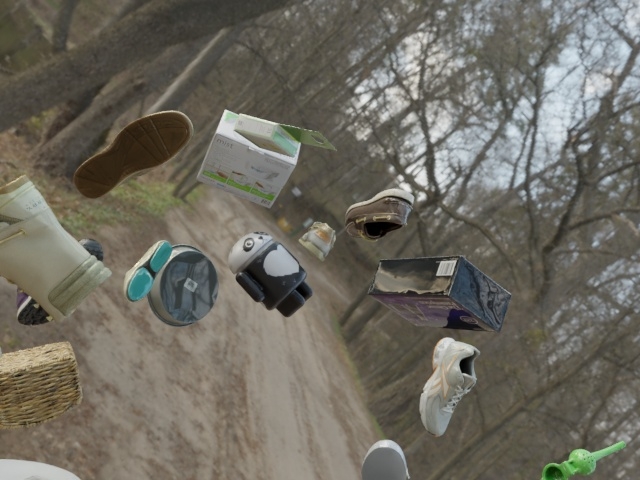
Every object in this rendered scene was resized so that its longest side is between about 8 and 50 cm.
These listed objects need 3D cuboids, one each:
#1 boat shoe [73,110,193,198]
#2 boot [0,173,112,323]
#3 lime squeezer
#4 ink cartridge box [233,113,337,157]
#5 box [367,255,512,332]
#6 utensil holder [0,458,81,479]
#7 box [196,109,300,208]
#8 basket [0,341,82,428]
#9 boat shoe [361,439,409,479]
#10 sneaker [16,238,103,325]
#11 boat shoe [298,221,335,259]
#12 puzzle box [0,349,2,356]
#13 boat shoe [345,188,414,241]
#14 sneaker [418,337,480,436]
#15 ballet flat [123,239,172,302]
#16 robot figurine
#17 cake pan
[{"bbox_3d":[-0.461,-0.225,1.557,0.121,0.341,0.110,61,14,-13],"label":"boat shoe"},{"bbox_3d":[-0.369,0.037,0.753,0.165,0.213,0.077,50,28,-16],"label":"boot"},{"bbox_3d":[0.545,0.512,1.386,0.058,0.311,0.110,61,0,17],"label":"lime squeezer"},{"bbox_3d":[-0.092,-0.269,1.668,0.235,0.056,0.171,19,-2,20],"label":"ink cartridge box"},{"bbox_3d":[0.267,0.123,1.419,0.184,0.103,0.261,31,-20,-29],"label":"box"},{"bbox_3d":[-0.718,0.720,1.359,0.328,0.385,0.327,11,-4,1],"label":"utensil holder"},{"bbox_3d":[-0.230,-0.253,1.981,0.262,0.231,0.126,21,48,-13],"label":"box"},{"bbox_3d":[-0.967,0.489,2.088,0.223,0.299,0.213,12,-69,62],"label":"basket"},{"bbox_3d":[0.170,0.591,1.565,0.105,0.113,0.306,-69,155,-54],"label":"boat shoe"},{"bbox_3d":[-0.588,0.061,1.358,0.107,0.283,0.124,17,41,-52],"label":"sneaker"},{"bbox_3d":[0.000,0.000,2.069,0.113,0.103,0.302,39,-2,-7],"label":"boat shoe"},{"bbox_3d":[-1.071,0.370,1.599,0.272,0.409,0.052,-166,-121,-77],"label":"puzzle box"},{"bbox_3d":[0.156,-0.054,1.805,0.117,0.096,0.324,21,-21,-21],"label":"boat shoe"},{"bbox_3d":[0.346,0.389,1.639,0.099,0.262,0.121,24,-15,-39],"label":"sneaker"},{"bbox_3d":[-0.522,0.094,1.830,0.086,0.086,0.248,50,39,-18],"label":"ballet flat"},{"bbox_3d":[-0.153,0.100,1.903,0.278,0.173,0.209,46,-3,0],"label":"robot figurine"},{"bbox_3d":[-0.471,0.159,2.175,0.054,0.293,0.293,0,-40,42],"label":"cake pan"}]
